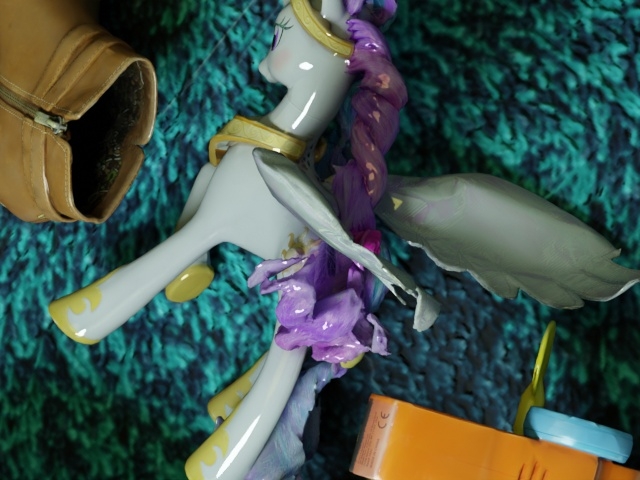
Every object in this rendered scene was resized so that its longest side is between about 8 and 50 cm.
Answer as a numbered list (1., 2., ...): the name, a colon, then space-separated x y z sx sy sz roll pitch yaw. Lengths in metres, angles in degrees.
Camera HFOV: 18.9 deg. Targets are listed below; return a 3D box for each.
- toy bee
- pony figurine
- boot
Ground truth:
1. toy bee: 0.150 0.173 1.268 0.298 0.162 0.195 38 81 -8
2. pony figurine: 0.000 0.000 1.353 0.351 0.302 0.363 45 114 32
3. boot: -0.192 -0.152 1.470 0.220 0.109 0.283 17 91 61
